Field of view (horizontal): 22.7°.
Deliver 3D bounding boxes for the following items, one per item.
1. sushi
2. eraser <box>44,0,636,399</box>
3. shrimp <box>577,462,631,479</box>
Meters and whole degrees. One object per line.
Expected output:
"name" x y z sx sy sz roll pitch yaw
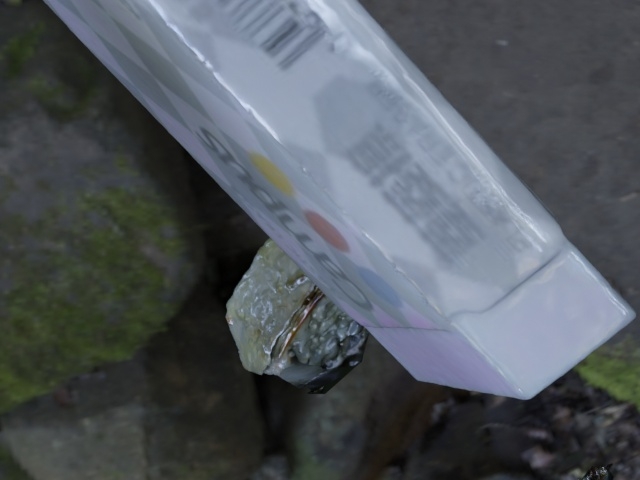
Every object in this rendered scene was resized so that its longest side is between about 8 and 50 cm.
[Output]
"sushi" 0.011 0.008 1.334 0.273 0.109 0.134 -49 53 39
"eraser" -0.014 -0.072 0.916 0.397 0.213 0.082 46 76 -11
"shrimp" 0.137 0.201 0.921 0.174 0.082 0.076 -54 39 25
